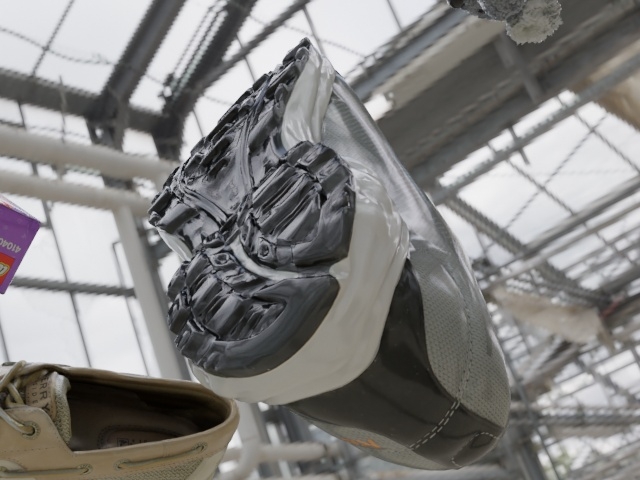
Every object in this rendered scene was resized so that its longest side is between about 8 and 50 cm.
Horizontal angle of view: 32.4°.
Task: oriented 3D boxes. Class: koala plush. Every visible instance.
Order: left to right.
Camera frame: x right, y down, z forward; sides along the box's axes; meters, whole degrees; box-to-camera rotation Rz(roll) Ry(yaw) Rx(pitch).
[{"bbox_3d":[0.207,-0.324,1.242,0.203,0.196,0.221,-37,-22,-9],"label":"koala plush"}]

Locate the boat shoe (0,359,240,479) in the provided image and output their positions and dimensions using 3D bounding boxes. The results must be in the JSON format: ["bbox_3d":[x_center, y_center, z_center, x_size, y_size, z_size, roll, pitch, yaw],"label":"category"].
[{"bbox_3d":[-0.204,0.124,0.763,0.302,0.109,0.098,11,-48,-25],"label":"boat shoe"}]

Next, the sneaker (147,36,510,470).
[{"bbox_3d":[0.000,0.000,0.442,0.108,0.271,0.100,39,-76,-22],"label":"sneaker"}]

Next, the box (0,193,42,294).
[{"bbox_3d":[-0.334,-0.063,0.748,0.201,0.293,0.057,29,-93,-37],"label":"box"}]
